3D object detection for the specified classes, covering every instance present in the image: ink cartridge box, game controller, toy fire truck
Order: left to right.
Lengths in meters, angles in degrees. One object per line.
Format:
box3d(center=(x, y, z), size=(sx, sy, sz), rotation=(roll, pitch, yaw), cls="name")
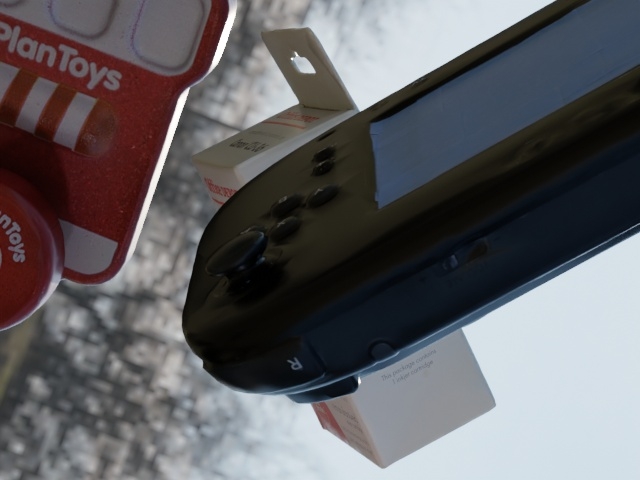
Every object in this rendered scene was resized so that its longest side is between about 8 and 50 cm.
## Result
box3d(center=(-0.225, -0.104, 1.242), size=(0.169, 0.302, 0.254), rotation=(-48, 161, -73), cls="toy fire truck")
box3d(center=(0.000, 0.000, 0.954), size=(0.067, 0.198, 0.115), rotation=(-27, -170, -11), cls="ink cartridge box")
box3d(center=(0.098, -0.055, 0.628), size=(0.319, 0.067, 0.166), rotation=(-29, -155, 10), cls="game controller")
